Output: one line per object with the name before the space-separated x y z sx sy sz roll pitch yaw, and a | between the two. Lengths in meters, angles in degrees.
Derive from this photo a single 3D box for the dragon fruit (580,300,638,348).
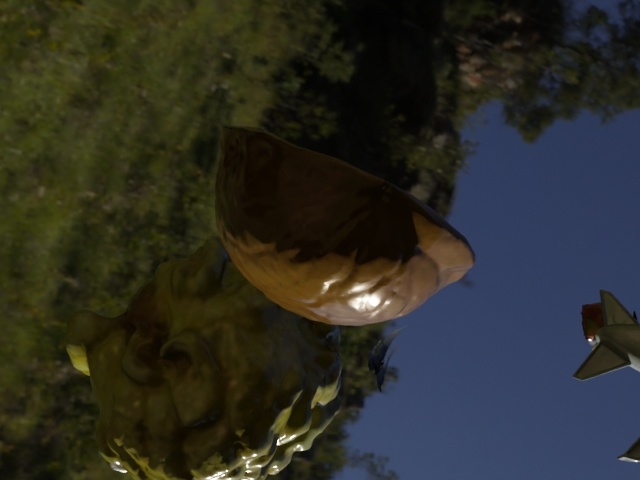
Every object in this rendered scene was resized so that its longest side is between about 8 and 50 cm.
dragon fruit | 0.349 0.101 1.433 0.060 0.083 0.056 -14 -120 27

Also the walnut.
walnut | -0.001 0.002 0.706 0.087 0.167 0.211 -60 -174 -2

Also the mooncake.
mooncake | -0.048 0.158 1.192 0.150 0.346 0.057 -53 -124 32

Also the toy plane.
toy plane | 0.423 0.142 1.346 0.255 0.101 0.251 18 -113 11

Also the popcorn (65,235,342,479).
popcorn | -0.095 0.102 1.018 0.216 0.181 0.235 39 -78 16
